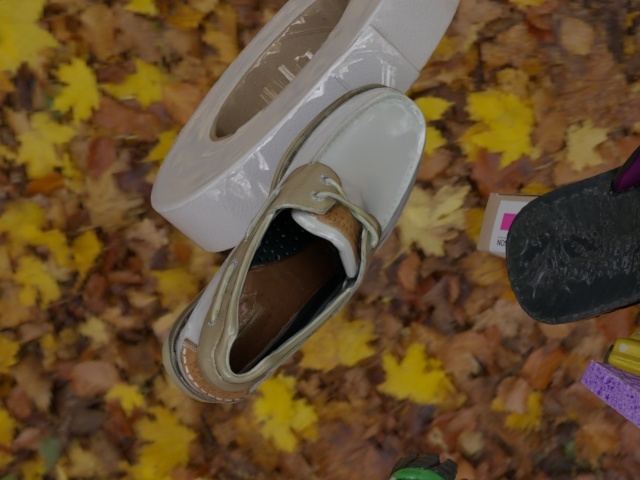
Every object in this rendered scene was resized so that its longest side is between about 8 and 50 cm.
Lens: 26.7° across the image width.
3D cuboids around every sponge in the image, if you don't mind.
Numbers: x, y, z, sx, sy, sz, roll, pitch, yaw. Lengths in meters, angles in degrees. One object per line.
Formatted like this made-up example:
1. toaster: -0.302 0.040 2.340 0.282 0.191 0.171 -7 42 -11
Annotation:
1. sponge: 0.335 0.168 1.238 0.117 0.210 0.031 19 99 -19

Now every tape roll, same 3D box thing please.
1. tape roll: -0.017 -0.157 1.343 0.072 0.392 0.392 42 117 -18

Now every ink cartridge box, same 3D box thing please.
1. ink cartridge box: 0.357 0.006 1.808 0.235 0.193 0.088 8 81 60

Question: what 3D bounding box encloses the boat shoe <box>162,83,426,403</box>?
1. boat shoe: 0.000 0.000 1.047 0.113 0.103 0.302 38 72 -16

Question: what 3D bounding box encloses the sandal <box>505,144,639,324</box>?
1. sandal: 0.316 -0.028 1.189 0.446 0.107 0.167 -33 66 46

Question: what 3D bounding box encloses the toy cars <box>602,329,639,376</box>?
1. toy cars: 0.493 0.183 1.625 0.394 0.176 0.087 26 80 -20

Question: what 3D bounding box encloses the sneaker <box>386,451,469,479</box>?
1. sneaker: 0.112 0.420 1.530 0.134 0.146 0.343 -2 113 28
